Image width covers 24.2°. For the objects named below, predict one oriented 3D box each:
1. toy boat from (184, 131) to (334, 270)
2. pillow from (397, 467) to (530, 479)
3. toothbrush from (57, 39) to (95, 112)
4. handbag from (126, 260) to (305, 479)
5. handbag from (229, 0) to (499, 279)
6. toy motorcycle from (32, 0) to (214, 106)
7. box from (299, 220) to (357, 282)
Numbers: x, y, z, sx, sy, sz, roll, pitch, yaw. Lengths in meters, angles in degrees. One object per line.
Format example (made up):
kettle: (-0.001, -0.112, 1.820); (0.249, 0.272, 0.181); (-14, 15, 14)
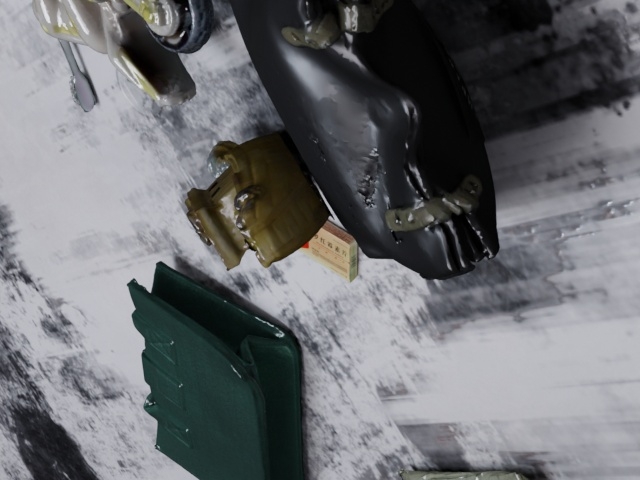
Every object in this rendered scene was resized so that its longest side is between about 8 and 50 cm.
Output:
toy boat: (-0.064, -0.035, 1.395); (0.089, 0.121, 0.321); (61, -179, -15)
pillow: (0.183, 0.309, 1.613); (0.230, 0.050, 0.148); (-15, 105, 56)
toothbrush: (-0.307, -0.272, 1.673); (0.026, 0.024, 0.288); (33, 147, 51)
handbag: (-0.127, 0.194, 1.852); (0.238, 0.089, 0.326); (31, 144, 30)
handbag: (0.044, -0.115, 1.187); (0.342, 0.152, 0.288); (60, -179, -15)
toy motorcycle: (-0.231, -0.274, 1.489); (0.340, 0.108, 0.223); (47, 140, 20)
box: (0.000, 0.000, 1.562); (0.093, 0.015, 0.058); (32, 145, 27)
